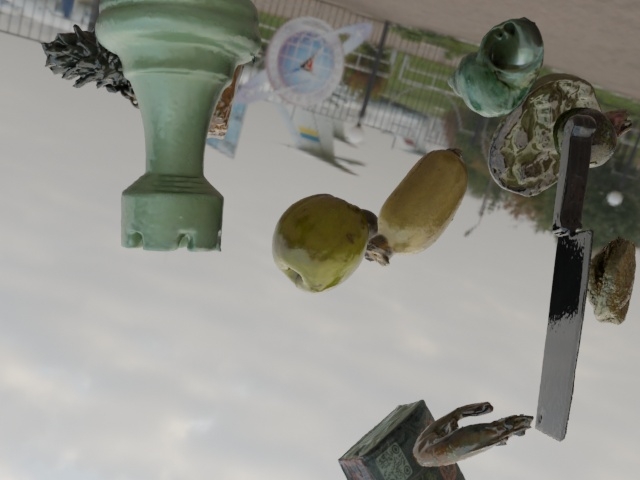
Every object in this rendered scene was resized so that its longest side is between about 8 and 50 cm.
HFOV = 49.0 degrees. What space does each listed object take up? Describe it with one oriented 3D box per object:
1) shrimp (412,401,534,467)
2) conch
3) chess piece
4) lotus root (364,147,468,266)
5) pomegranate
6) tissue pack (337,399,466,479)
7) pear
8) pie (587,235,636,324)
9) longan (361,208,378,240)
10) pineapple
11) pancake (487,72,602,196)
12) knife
[{"bbox_3d":[0.258,0.317,1.195,0.251,0.052,0.143,-24,-163,39],"label":"shrimp"},{"bbox_3d":[0.348,-0.335,1.389,0.188,0.176,0.122,-19,-156,10],"label":"conch"},{"bbox_3d":[-0.173,-0.137,0.841,0.195,0.299,0.194,3,-178,0],"label":"chess piece"},{"bbox_3d":[0.210,-0.067,1.444,0.131,0.303,0.146,33,168,23],"label":"lotus root"},{"bbox_3d":[0.554,-0.207,1.427,0.163,0.125,0.138,0,-175,-7],"label":"pomegranate"},{"bbox_3d":[0.193,0.509,1.392,0.228,0.315,0.103,-28,-179,-44],"label":"tissue pack"},{"bbox_3d":[0.000,0.000,1.118,0.149,0.162,0.149,33,165,10],"label":"pear"},{"bbox_3d":[0.611,0.087,1.464,0.079,0.163,0.193,0,-146,43],"label":"pie"},{"bbox_3d":[0.093,-0.033,1.716,0.113,0.092,0.113,-5,163,-1],"label":"longan"},{"bbox_3d":[-0.257,-0.239,1.021,0.279,0.157,0.158,11,-167,-8],"label":"pineapple"},{"bbox_3d":[0.499,-0.231,1.564,0.294,0.294,0.049,9,-152,-31],"label":"pancake"},{"bbox_3d":[0.185,0.021,0.516,0.019,0.245,0.072,8,174,0],"label":"knife"}]
